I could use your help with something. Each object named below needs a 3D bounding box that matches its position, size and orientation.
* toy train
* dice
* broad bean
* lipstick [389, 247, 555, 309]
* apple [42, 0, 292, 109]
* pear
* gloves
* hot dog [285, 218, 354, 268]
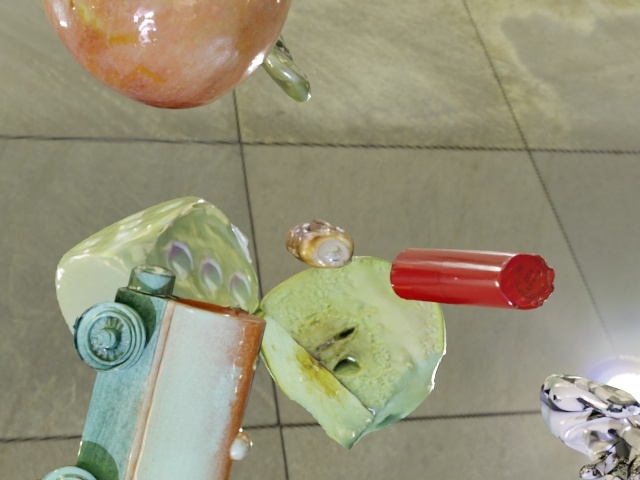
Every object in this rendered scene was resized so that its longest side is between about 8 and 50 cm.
[{"bbox_3d":[-0.149,0.171,0.800,0.177,0.116,0.285,13,89,9],"label":"toy train"},{"bbox_3d":[-0.273,0.084,1.461,0.250,0.255,0.251,-41,112,-47],"label":"dice"},{"bbox_3d":[-0.081,-0.323,1.548,0.072,0.153,0.206,-35,57,11],"label":"broad bean"},{"bbox_3d":[0.169,0.044,1.028,0.073,0.280,0.073,0,90,-21],"label":"lipstick"},{"bbox_3d":[-0.137,-0.257,0.824,0.254,0.253,0.253,7,49,-8],"label":"apple"},{"bbox_3d":[0.067,0.160,1.394,0.286,0.176,0.282,41,59,16],"label":"pear"},{"bbox_3d":[0.373,0.243,1.101,0.111,0.127,0.212,6,12,-34],"label":"gloves"},{"bbox_3d":[0.000,0.000,0.946,0.066,0.216,0.047,5,93,-6],"label":"hot dog"}]
